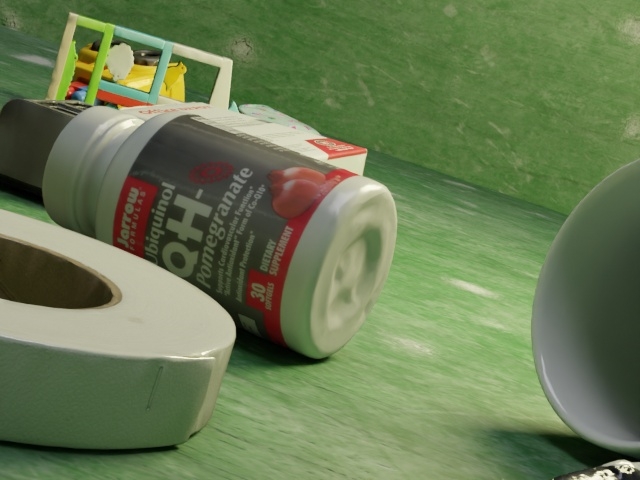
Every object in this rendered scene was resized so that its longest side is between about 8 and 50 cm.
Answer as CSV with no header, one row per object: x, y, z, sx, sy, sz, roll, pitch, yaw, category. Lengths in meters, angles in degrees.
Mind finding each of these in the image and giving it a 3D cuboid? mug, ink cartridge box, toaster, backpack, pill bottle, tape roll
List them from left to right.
-0.252,0.044,1.085,0.392,0.072,0.392,18,9,-3,tape roll
-0.284,-0.098,1.763,0.186,0.110,0.168,20,10,13,toaster
-0.102,-0.021,1.428,0.319,0.176,0.176,21,10,24,pill bottle
-0.110,-0.091,1.918,0.273,0.114,0.197,19,17,28,ink cartridge box
-0.073,-0.148,2.430,0.182,0.115,0.152,29,12,34,backpack
0.420,0.129,1.362,0.328,0.276,0.374,20,36,-36,mug

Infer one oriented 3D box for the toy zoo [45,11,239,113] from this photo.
-0.254,-0.205,2.202,0.293,0.192,0.030,16,10,-11,toy zoo

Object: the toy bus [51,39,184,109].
-0.361,-0.230,2.396,0.220,0.149,0.211,22,26,38,toy bus

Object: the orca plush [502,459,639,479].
0.190,0.214,0.967,0.287,0.102,0.151,-6,68,-44,orca plush
